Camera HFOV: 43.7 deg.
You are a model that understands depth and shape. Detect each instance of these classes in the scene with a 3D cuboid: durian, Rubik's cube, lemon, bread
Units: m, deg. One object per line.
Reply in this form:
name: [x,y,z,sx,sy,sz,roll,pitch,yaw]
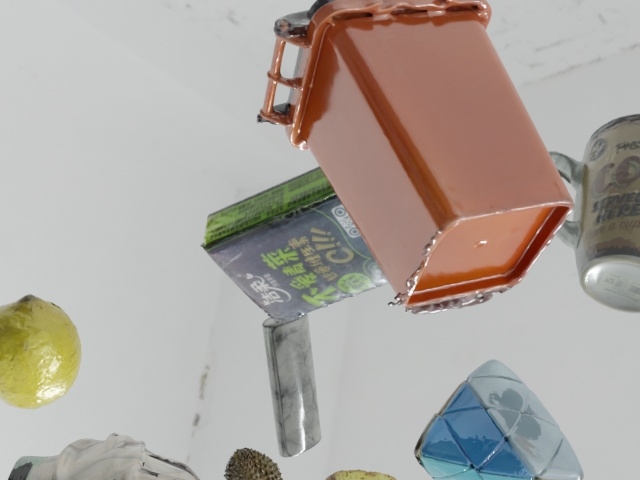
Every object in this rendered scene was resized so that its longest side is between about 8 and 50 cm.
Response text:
durian: [-0.114,0.417,1.318,0.110,0.140,0.071,-24,-172,34]
Rubik's cube: [0.296,0.364,1.274,0.254,0.254,0.254,-25,-129,35]
lemon: [-0.505,0.195,1.383,0.193,0.181,0.180,113,-24,-49]
bread: [0.080,0.465,1.426,0.065,0.187,0.103,-39,-126,25]

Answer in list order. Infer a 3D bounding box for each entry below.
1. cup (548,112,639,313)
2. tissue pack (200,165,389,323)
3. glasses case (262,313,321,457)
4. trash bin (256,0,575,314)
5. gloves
cup: [0.451,-0.042,1.219,0.301,0.227,0.257,18,-126,18]
tissue pack: [0.000,0.000,0.967,0.236,0.173,0.073,-22,-140,23]
glasses case: [-0.057,0.297,1.668,0.060,0.114,0.299,10,-68,44]
trash bin: [0.069,-0.074,0.629,0.161,0.185,0.238,108,-33,-51]
gloves: [-0.159,0.236,0.697,0.127,0.212,0.111,-82,170,-73]
